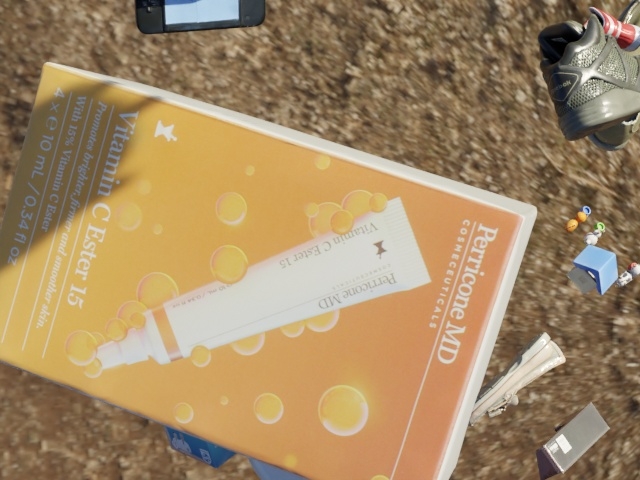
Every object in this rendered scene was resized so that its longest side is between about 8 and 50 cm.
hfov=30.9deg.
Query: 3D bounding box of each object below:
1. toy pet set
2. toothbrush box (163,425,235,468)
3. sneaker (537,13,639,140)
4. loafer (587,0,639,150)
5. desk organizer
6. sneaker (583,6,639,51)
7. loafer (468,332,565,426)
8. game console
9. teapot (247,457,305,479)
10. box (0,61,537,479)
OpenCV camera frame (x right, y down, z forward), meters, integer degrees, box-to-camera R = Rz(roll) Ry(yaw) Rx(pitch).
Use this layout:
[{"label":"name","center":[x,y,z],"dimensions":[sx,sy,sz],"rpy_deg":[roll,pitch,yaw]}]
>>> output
[{"label":"toy pet set","center":[0.395,0.015,1.622],"dimensions":[0.122,0.065,0.114],"rpy_deg":[49,59,2]},{"label":"toothbrush box","center":[-0.168,0.177,1.870],"dimensions":[0.126,0.216,0.295],"rpy_deg":[10,123,45]},{"label":"sneaker","center":[0.323,-0.195,1.289],"dimensions":[0.087,0.227,0.130],"rpy_deg":[-27,83,48]},{"label":"loafer","center":[0.461,-0.249,1.669],"dimensions":[0.094,0.087,0.251],"rpy_deg":[20,78,-5]},{"label":"desk organizer","center":[0.352,0.289,1.657],"dimensions":[0.047,0.130,0.050],"rpy_deg":[55,139,6]},{"label":"sneaker","center":[0.329,-0.254,1.399],"dimensions":[0.118,0.067,0.042],"rpy_deg":[24,99,67]},{"label":"loafer","center":[0.197,0.149,1.182],"dimensions":[0.125,0.045,0.039],"rpy_deg":[-44,88,-4]},{"label":"game console","center":[-0.118,-0.270,1.205],"dimensions":[0.144,0.085,0.124],"rpy_deg":[-7,116,-16]},{"label":"teapot","center":[0.020,0.253,1.672],"dimensions":[0.252,0.187,0.256],"rpy_deg":[46,130,-5]},{"label":"box","center":[-0.043,0.026,0.841],"dimensions":[0.345,0.168,0.215],"rpy_deg":[18,97,12]}]
